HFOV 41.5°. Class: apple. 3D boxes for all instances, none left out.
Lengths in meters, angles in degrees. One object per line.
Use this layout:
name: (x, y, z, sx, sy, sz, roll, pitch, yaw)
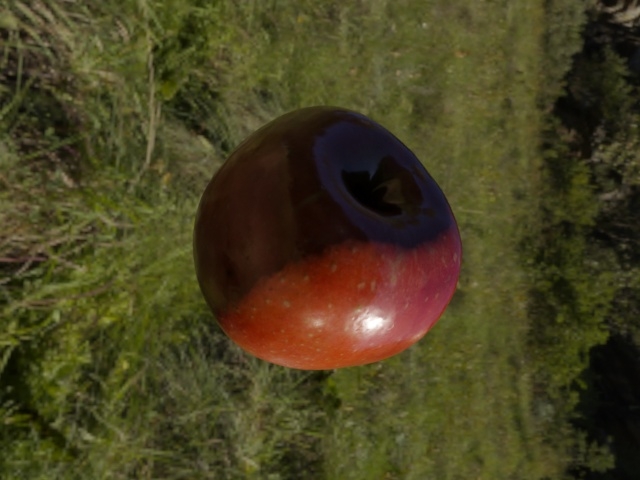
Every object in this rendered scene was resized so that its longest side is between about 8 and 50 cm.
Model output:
apple: (0.000, 0.000, 0.821, 0.216, 0.261, 0.260, -43, -134, 40)
